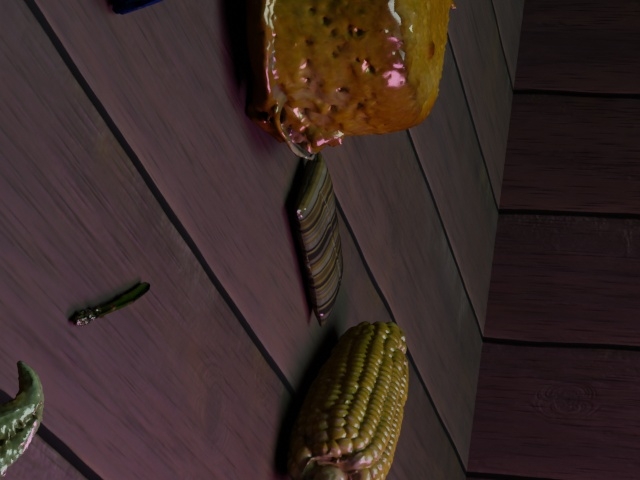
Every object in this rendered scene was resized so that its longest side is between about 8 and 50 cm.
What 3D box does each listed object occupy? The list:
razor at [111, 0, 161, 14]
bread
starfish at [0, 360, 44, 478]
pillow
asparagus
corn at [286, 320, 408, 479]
[{"bbox_3d":[-0.157,-0.360,1.407,0.056,0.093,0.324,6,82,-39],"label":"razor"},{"bbox_3d":[0.036,-0.275,1.837,0.337,0.204,0.358,60,37,-55],"label":"bread"},{"bbox_3d":[-0.285,0.241,0.941,0.347,0.078,0.357,8,88,-54],"label":"starfish"},{"bbox_3d":[0.000,0.000,2.046,0.203,0.038,0.113,78,21,-44],"label":"pillow"},{"bbox_3d":[-0.181,0.056,1.451,0.013,0.016,0.166,-56,173,16],"label":"asparagus"},{"bbox_3d":[0.043,0.213,2.073,0.347,0.130,0.130,-65,153,-57],"label":"corn"}]
